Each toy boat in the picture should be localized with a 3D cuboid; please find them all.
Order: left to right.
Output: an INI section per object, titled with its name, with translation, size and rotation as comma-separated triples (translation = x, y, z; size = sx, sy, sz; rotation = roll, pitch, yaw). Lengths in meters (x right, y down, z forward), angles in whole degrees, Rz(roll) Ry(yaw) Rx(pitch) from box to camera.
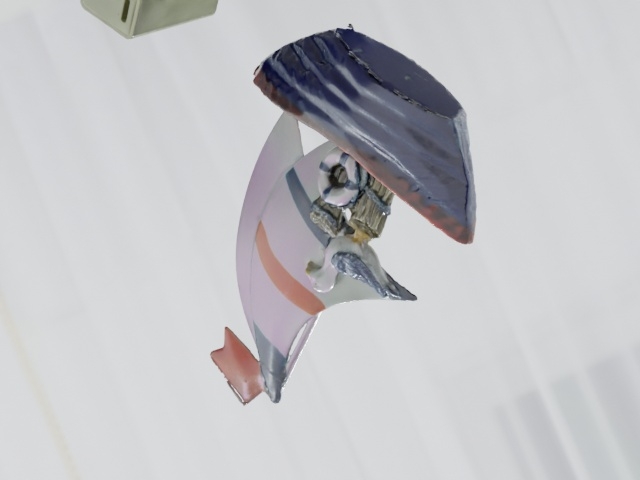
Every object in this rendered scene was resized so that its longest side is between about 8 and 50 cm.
[toy boat]
translation = -0.007, -0.029, 1.340
size = 0.072, 0.219, 0.318
rotation = -13, 159, -46

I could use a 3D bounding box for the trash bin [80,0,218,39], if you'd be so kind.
[trash bin]
translation = -0.126, -0.188, 1.351
size = 0.092, 0.061, 0.043
rotation = -18, 135, -46
